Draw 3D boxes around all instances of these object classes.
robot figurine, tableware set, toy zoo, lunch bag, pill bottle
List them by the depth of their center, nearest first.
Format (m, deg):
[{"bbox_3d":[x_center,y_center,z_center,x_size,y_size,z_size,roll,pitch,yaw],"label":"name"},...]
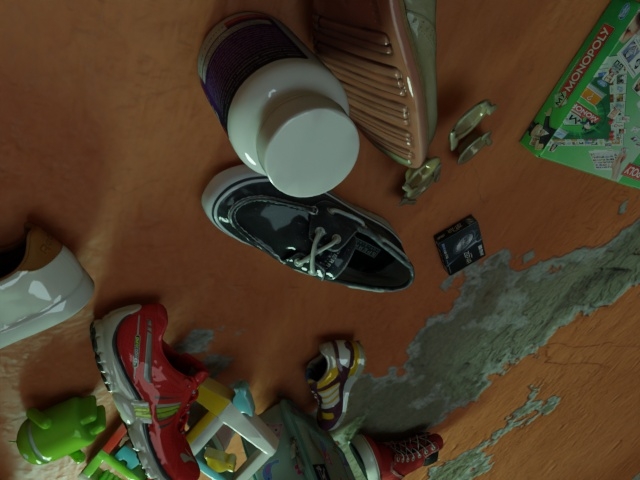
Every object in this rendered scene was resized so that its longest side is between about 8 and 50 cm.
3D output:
[{"bbox_3d":[-0.039,-0.123,0.513,0.108,0.193,0.108,-14,131,-16],"label":"pill bottle"},{"bbox_3d":[0.157,-0.101,0.711,0.169,0.020,0.141,-43,163,8],"label":"tableware set"},{"bbox_3d":[-0.345,0.252,0.757,0.115,0.067,0.101,-24,131,-7],"label":"robot figurine"},{"bbox_3d":[-0.196,0.302,0.828,0.192,0.030,0.293,39,106,-5],"label":"toy zoo"},{"bbox_3d":[-0.018,0.388,0.934,0.108,0.224,0.279,-28,140,2],"label":"lunch bag"}]

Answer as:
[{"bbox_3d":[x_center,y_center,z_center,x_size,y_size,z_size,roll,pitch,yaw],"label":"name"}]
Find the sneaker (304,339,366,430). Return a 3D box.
[{"bbox_3d":[0.007,0.234,0.927,0.084,0.069,0.185,6,117,-21],"label":"sneaker"}]

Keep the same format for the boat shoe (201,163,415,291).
[{"bbox_3d":[0.000,0.000,0.698,0.301,0.102,0.108,23,114,-38],"label":"boat shoe"}]

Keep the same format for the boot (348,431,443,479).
[{"bbox_3d":[0.157,0.413,1.134,0.176,0.088,0.244,-28,142,-4],"label":"boot"}]

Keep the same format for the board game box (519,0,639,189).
[{"bbox_3d":[0.458,-0.186,0.814,0.317,0.046,0.213,9,123,-32],"label":"board game box"}]

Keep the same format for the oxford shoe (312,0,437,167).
[{"bbox_3d":[0.073,-0.229,0.527,0.146,0.140,0.397,-44,146,-16],"label":"oxford shoe"}]

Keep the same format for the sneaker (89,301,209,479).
[{"bbox_3d":[-0.194,0.206,0.734,0.118,0.107,0.279,-22,115,-16],"label":"sneaker"}]

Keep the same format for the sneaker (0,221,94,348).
[{"bbox_3d":[-0.391,0.072,0.573,0.290,0.106,0.123,-31,128,-13],"label":"sneaker"}]

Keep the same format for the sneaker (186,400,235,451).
[{"bbox_3d":[-0.167,0.260,0.873,0.051,0.070,0.134,-6,112,31],"label":"sneaker"}]

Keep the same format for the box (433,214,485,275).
[{"bbox_3d":[0.213,0.008,0.870,0.067,0.018,0.083,-29,134,-2],"label":"box"}]
